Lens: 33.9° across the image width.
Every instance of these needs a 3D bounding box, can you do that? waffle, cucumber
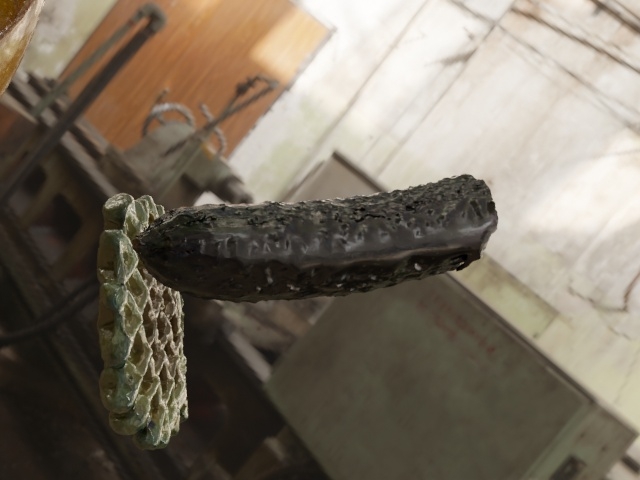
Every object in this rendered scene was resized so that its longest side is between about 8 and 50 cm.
[{"bbox_3d":[-0.213,0.096,1.268,0.056,0.309,0.292,-4,-7,7],"label":"waffle"},{"bbox_3d":[0.001,0.003,0.626,0.245,0.067,0.067,-9,33,-32],"label":"cucumber"}]

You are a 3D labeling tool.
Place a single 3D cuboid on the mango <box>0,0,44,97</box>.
[{"bbox_3d":[-0.344,-0.123,0.819,0.201,0.350,0.199,25,-4,31],"label":"mango"}]
